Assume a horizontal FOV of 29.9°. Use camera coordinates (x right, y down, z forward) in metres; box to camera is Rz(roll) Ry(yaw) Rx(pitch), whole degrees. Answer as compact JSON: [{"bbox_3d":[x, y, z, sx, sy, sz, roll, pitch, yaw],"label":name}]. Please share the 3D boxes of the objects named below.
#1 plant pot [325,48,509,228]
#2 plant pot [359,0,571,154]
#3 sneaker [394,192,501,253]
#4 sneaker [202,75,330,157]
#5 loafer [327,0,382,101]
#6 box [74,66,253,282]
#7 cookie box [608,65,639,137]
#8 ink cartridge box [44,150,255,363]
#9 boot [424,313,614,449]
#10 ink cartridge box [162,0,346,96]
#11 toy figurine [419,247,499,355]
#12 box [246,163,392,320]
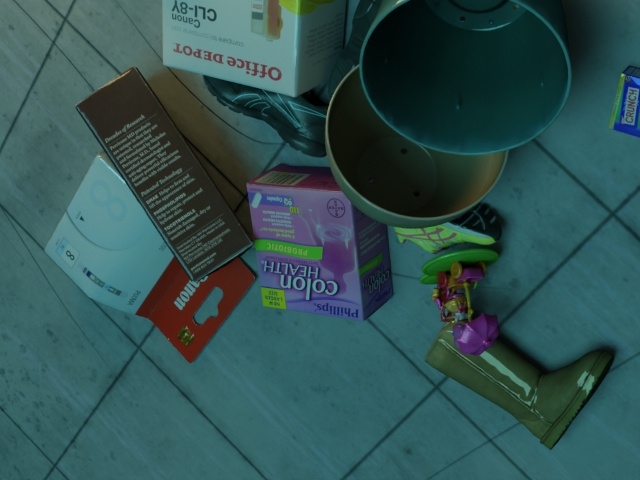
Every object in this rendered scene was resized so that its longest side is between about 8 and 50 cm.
[{"bbox_3d":[0.137,-0.134,1.904,0.284,0.284,0.191,44,162,8],"label":"plant pot"},{"bbox_3d":[0.217,-0.310,1.728,0.293,0.235,0.293,7,138,7],"label":"plant pot"},{"bbox_3d":[0.211,-0.018,2.011,0.208,0.081,0.094,15,126,34],"label":"sneaker"},{"bbox_3d":[-0.079,-0.251,2.086,0.267,0.101,0.106,31,114,8],"label":"sneaker"},{"bbox_3d":[0.101,-0.333,1.936,0.096,0.084,0.267,47,118,39],"label":"loafer"},{"bbox_3d":[-0.279,-0.113,2.182,0.143,0.191,0.381,-32,90,-4],"label":"box"},{"bbox_3d":[0.488,-0.196,1.762,0.107,0.040,0.092,20,122,25],"label":"cookie box"},{"bbox_3d":[-0.349,0.044,2.390,0.385,0.091,0.308,45,128,9],"label":"ink cartridge box"},{"bbox_3d":[0.329,0.205,2.026,0.269,0.089,0.236,37,126,15],"label":"boot"},{"bbox_3d":[-0.106,-0.454,1.951,0.279,0.160,0.384,17,120,26],"label":"ink cartridge box"},{"bbox_3d":[0.235,0.116,1.987,0.173,0.130,0.159,-39,55,58],"label":"toy figurine"},{"bbox_3d":[0.000,0.000,2.123,0.213,0.117,0.243,7,115,30],"label":"box"}]
